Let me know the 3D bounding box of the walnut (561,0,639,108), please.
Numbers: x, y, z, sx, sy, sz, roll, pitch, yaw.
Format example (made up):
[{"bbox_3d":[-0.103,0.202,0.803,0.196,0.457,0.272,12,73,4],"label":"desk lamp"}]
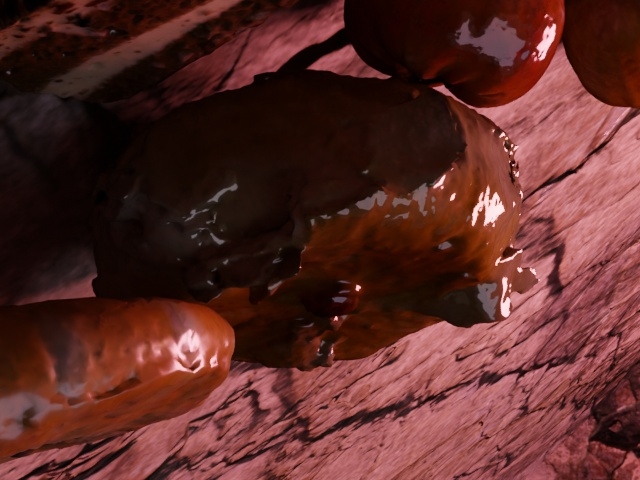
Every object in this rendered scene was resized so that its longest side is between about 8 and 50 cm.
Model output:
[{"bbox_3d":[0.234,-0.155,1.015,0.116,0.116,0.207,-42,159,-1],"label":"walnut"}]

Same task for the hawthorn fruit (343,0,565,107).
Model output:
[{"bbox_3d":[0.072,-0.139,0.764,0.125,0.125,0.140,-24,111,-38],"label":"hawthorn fruit"}]

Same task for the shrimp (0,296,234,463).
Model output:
[{"bbox_3d":[-0.255,0.103,0.652,0.445,0.085,0.272,-11,166,-29],"label":"shrimp"}]

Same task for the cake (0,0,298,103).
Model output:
[{"bbox_3d":[-0.061,-0.161,0.588,0.246,0.135,0.112,-22,162,40],"label":"cake"}]

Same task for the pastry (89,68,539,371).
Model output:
[{"bbox_3d":[-0.005,0.002,0.791,0.256,0.121,0.236,-12,156,3],"label":"pastry"}]
